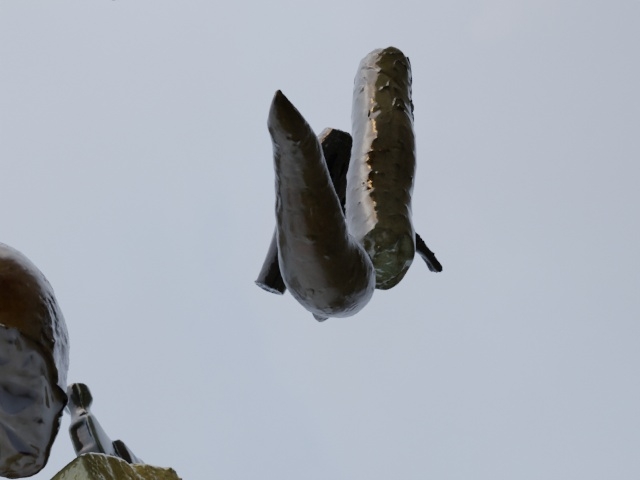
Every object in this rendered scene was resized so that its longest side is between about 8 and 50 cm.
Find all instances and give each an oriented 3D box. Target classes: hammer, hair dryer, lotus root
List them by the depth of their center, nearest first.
[{"bbox_3d":[-0.297,0.093,1.112,0.188,0.199,0.180,18,-154,-10],"label":"lotus root"},{"bbox_3d":[0.046,0.000,1.518,0.219,0.075,0.195,28,-101,-21],"label":"hair dryer"},{"bbox_3d":[-0.212,0.269,1.531,0.158,0.041,0.226,61,-177,40],"label":"hammer"}]

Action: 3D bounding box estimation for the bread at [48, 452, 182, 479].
[{"bbox_3d":[-0.202,0.255,1.098,0.125,0.188,0.068,24,-151,-51],"label":"bread"}]

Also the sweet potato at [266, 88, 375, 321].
[{"bbox_3d":[0.000,0.001,0.885,0.249,0.059,0.069,71,-167,-55],"label":"sweet potato"}]

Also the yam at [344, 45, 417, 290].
[{"bbox_3d":[0.058,-0.077,1.279,0.317,0.067,0.071,-87,-16,-49],"label":"yam"}]
